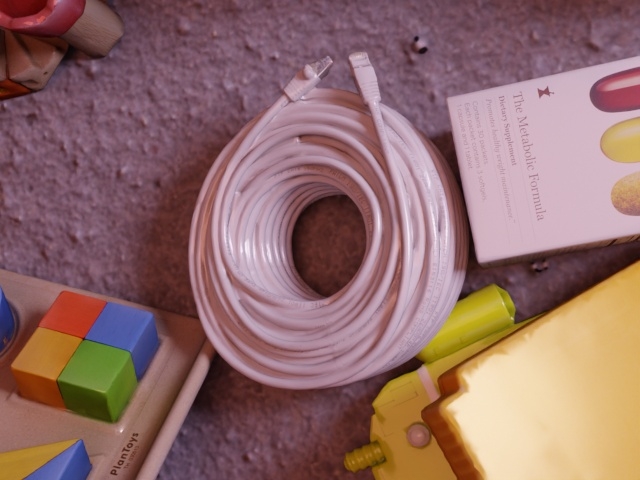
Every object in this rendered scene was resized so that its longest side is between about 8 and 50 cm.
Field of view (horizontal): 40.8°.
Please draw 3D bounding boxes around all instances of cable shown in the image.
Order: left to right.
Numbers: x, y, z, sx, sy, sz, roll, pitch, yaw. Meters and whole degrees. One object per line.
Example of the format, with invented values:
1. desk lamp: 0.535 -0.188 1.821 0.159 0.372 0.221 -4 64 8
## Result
1. cable: 0.000 0.000 0.749 0.257 0.089 0.257 -34 70 23

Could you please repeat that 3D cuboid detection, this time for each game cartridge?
1. game cartridge: 0.262 0.191 0.655 0.285 0.052 0.323 -25 79 -23

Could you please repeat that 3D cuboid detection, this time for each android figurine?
1. android figurine: 0.156 0.169 0.746 0.273 0.056 0.248 -24 82 8

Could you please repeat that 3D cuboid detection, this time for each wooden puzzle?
1. wooden puzzle: -0.294 0.144 0.738 0.348 0.080 0.322 10 46 15

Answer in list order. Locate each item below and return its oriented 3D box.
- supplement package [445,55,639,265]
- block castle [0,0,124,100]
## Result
1. supplement package: 0.238 -0.066 0.701 0.244 0.134 0.138 -12 84 11
2. block castle: -0.437 -0.292 0.822 0.454 0.213 0.302 -8 85 11
